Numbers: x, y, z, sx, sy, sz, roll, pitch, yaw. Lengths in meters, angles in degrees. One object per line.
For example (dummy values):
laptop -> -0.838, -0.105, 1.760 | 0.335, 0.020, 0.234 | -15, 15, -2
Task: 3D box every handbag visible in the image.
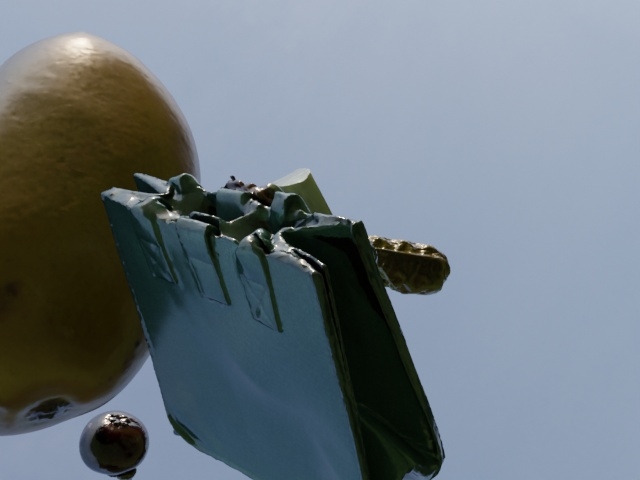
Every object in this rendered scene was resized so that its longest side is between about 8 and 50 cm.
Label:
handbag -> -0.035, 0.079, 0.794 | 0.100, 0.268, 0.274 | -34, -59, -33

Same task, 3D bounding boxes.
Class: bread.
bread -> 0.106, 0.033, 1.229 | 0.110, 0.060, 0.066 | 10, -128, -13

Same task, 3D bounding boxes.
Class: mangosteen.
mangosteen -> -0.238, 0.236, 1.154 | 0.081, 0.081, 0.081 | 4, -99, -29

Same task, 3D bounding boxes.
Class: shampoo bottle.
shampoo bottle -> 0.000, 0.000, 1.061 | 0.045, 0.077, 0.152 | -27, -79, -12

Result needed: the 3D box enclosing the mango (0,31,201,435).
mango -> -0.278, -0.020, 1.027 | 0.300, 0.232, 0.446 | 14, -120, -4
